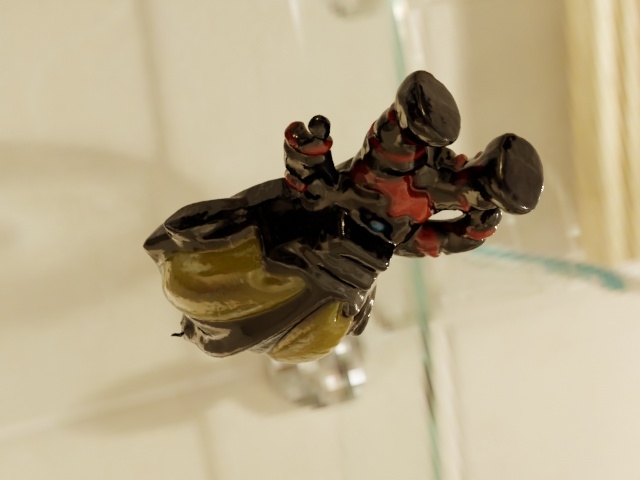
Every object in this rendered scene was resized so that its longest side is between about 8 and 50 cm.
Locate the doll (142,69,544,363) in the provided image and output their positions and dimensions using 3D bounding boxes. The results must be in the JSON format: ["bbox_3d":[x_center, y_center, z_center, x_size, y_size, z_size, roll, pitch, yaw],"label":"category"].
[{"bbox_3d":[-0.002,0.001,1.004,0.248,0.088,0.127,-28,-78,40],"label":"doll"}]
